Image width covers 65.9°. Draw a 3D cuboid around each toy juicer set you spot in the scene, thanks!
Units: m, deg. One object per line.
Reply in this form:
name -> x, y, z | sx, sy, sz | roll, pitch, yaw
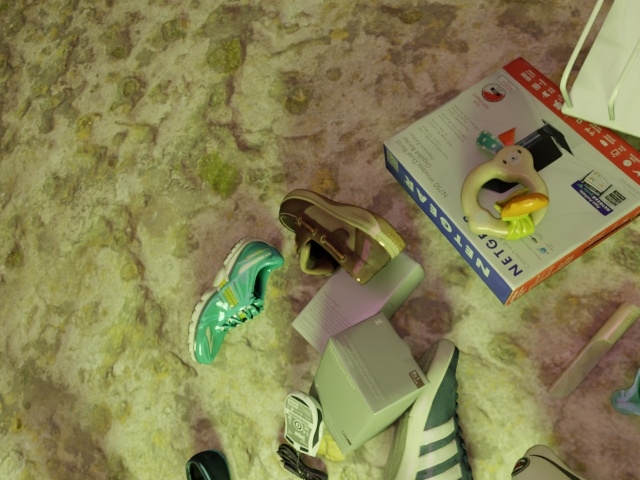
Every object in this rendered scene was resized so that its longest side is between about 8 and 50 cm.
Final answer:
toy juicer set -> 0.516, 0.179, 0.679 | 0.329, 0.089, 0.209 | 18, 80, 26

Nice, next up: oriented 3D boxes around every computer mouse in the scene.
computer mouse -> -0.025, 0.326, 0.834 | 0.106, 0.042, 0.193 | 23, 120, 32

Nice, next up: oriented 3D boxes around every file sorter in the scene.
file sorter -> 0.495, -0.233, 0.651 | 0.277, 0.173, 0.193 | 29, 106, 26

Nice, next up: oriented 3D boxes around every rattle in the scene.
rattle -> 0.269, -0.112, 0.712 | 0.130, 0.143, 0.200 | 5, 71, 29

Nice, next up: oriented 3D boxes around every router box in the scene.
router box -> 0.322, -0.111, 0.822 | 0.301, 0.082, 0.335 | -33, 63, -6

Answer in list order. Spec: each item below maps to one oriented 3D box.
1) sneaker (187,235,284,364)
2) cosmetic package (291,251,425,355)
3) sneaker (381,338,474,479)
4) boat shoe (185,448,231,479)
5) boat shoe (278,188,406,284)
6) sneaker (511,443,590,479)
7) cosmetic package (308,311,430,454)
sneaker -> -0.168, 0.123, 0.972 | 0.110, 0.107, 0.275 | 26, 84, 17
cosmetic package -> 0.069, 0.107, 0.888 | 0.231, 0.085, 0.117 | -48, 62, -1
sneaker -> 0.186, 0.333, 0.757 | 0.148, 0.131, 0.350 | 18, 74, 5
boat shoe -> -0.192, 0.505, 0.857 | 0.109, 0.089, 0.258 | -33, 64, 9
boat shoe -> 0.000, 0.000, 0.863 | 0.123, 0.123, 0.342 | -53, 34, -10
sneaker -> 0.390, 0.404, 0.641 | 0.330, 0.146, 0.122 | 46, 126, 5
cosmetic package -> 0.064, 0.227, 0.760 | 0.107, 0.238, 0.127 | -23, 59, -20
